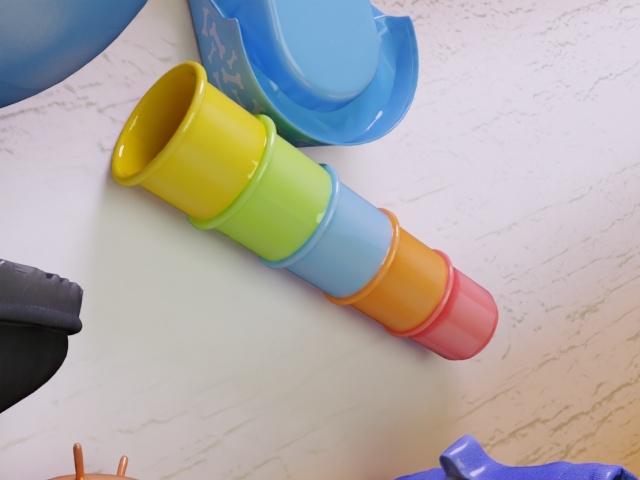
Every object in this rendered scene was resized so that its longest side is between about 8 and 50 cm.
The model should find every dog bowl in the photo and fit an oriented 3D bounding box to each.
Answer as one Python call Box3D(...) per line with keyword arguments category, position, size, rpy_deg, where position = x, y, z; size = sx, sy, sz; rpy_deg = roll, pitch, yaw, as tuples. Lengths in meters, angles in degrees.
Box3D(category="dog bowl", position=(-0.027, -0.207, 0.851), size=(0.166, 0.074, 0.297), rpy_deg=(-10, 87, -39))

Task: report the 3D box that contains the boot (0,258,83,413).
Box3D(category="boot", position=(-0.258, 0.216, 0.502), size=(0.367, 0.146, 0.445), rpy_deg=(20, 75, -69))

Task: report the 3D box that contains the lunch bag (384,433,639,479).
Box3D(category="lunch bag", position=(0.167, 0.259, 0.797), size=(0.138, 0.221, 0.293), rpy_deg=(-36, 102, -38))

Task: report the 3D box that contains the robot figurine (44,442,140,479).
Box3D(category="robot figurine", position=(-0.130, 0.225, 0.631), size=(0.158, 0.128, 0.219), rpy_deg=(14, 71, -35))

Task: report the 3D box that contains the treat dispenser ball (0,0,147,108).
Box3D(category="treat dispenser ball", position=(-0.206, -0.204, 0.571), size=(0.288, 0.288, 0.288), rpy_deg=(10, 73, -36))

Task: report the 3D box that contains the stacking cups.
Box3D(category="stacking cups", position=(0.000, 0.000, 0.824), size=(0.316, 0.096, 0.096), rpy_deg=(36, 60, -32))
